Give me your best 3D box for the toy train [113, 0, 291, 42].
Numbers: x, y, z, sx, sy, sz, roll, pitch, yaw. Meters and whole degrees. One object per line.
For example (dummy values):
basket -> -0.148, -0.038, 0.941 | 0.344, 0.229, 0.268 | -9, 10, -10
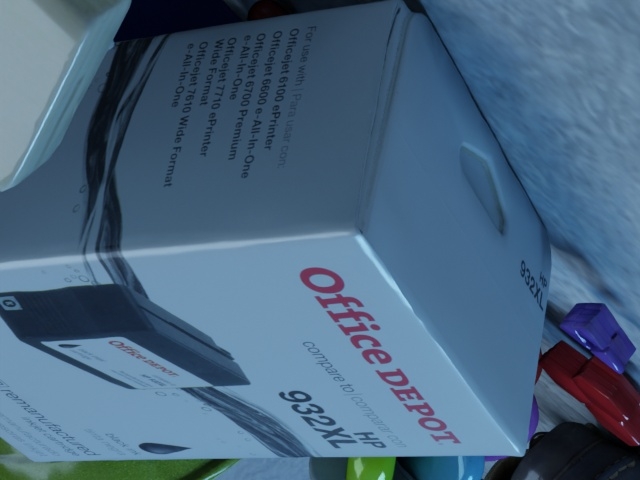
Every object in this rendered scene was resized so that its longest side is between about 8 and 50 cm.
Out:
toy train -> -0.120, -0.158, 0.864 | 0.248, 0.105, 0.143 | 45, -176, -17

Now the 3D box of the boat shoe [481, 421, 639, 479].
boat shoe -> 0.189, 0.207, 1.185 | 0.130, 0.132, 0.355 | 51, 164, 13

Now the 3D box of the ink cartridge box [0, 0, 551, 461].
ink cartridge box -> -0.064, 0.012, 0.785 | 0.307, 0.129, 0.223 | -5, 146, 26

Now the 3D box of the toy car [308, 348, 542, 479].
toy car -> 0.072, 0.091, 0.980 | 0.136, 0.182, 0.159 | 12, 127, 8

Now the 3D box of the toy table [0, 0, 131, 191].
toy table -> -0.093, -0.144, 0.387 | 0.161, 0.252, 0.274 | 37, 138, 2

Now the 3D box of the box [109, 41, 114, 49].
box -> -0.167, -0.183, 0.556 | 0.113, 0.094, 0.275 | -166, 57, -71

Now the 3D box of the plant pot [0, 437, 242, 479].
plant pot -> -0.222, -0.017, 1.288 | 0.366, 0.366, 0.353 | 32, 154, 49

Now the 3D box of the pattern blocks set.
pattern blocks set -> 0.258, 0.145, 0.830 | 0.325, 0.026, 0.285 | 41, 171, 10
